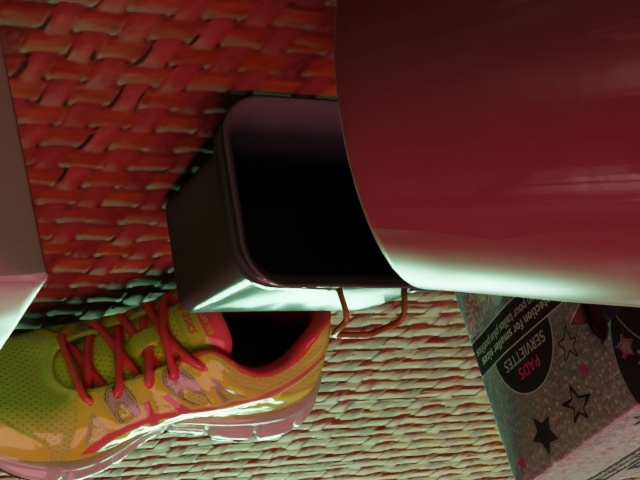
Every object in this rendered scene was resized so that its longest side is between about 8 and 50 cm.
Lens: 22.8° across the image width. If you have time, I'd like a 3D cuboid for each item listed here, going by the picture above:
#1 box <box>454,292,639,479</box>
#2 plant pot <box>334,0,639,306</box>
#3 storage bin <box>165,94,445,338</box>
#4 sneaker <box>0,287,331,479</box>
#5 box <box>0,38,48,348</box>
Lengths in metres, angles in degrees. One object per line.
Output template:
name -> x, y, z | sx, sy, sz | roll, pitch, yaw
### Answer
box -> 0.200, 0.015, 0.790 | 0.163, 0.142, 0.247 | -2, 151, -29
plant pot -> 0.111, -0.057, 0.553 | 0.180, 0.201, 0.201 | -9, 159, 21
storage bin -> 0.000, 0.000, 0.710 | 0.135, 0.098, 0.091 | 1, 161, -32
sneaker -> -0.085, 0.058, 0.799 | 0.208, 0.081, 0.094 | -9, 148, -31
box -> -0.172, -0.002, 0.545 | 0.091, 0.130, 0.170 | 1, 151, -31
